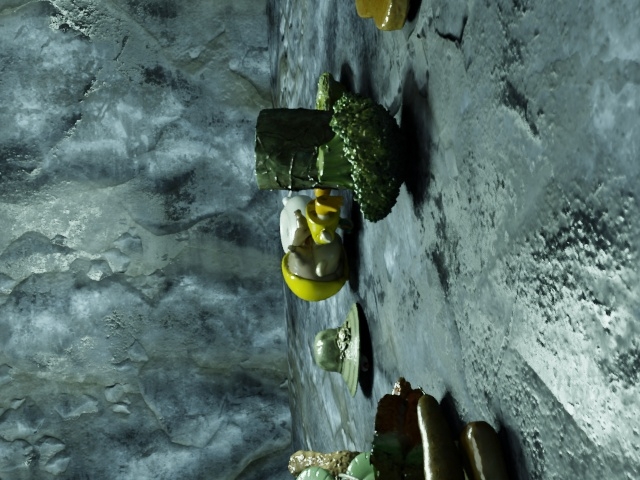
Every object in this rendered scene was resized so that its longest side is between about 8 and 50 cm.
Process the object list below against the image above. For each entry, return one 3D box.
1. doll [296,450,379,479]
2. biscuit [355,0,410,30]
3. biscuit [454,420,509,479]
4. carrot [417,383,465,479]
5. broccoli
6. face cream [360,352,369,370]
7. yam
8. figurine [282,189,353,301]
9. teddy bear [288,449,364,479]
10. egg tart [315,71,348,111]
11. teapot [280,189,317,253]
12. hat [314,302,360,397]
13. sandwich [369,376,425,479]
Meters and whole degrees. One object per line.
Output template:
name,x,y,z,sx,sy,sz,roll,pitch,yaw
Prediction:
doll,0.071,0.638,1.875,0.216,0.284,0.268,33,-138,-56
biscuit,0.117,-0.535,1.535,0.287,0.057,0.343,99,163,-54
biscuit,0.243,0.432,1.226,0.237,0.062,0.290,103,161,-62
carrot,0.177,0.330,1.211,0.078,0.078,0.298,95,171,-46
broccoli,0.084,-0.160,1.573,0.198,0.176,0.226,-85,14,-79
face cream,0.110,0.312,2.082,0.083,0.021,0.040,-167,74,-79
yam,-0.020,-0.204,1.920,0.201,0.271,0.202,-78,-14,-53
figurine,0.000,0.000,2.142,0.215,0.187,0.343,-68,-10,-52
teddy bear,0.035,0.673,2.135,0.296,0.246,0.222,-29,26,43
egg tart,0.029,-0.342,2.090,0.197,0.078,0.197,178,90,-80
teapot,-0.042,-0.052,2.487,0.208,0.166,0.299,89,180,-67
hat,0.037,0.284,2.140,0.252,0.110,0.252,-178,90,-85
sandwich,0.157,0.376,1.472,0.292,0.109,0.212,80,-165,-46
